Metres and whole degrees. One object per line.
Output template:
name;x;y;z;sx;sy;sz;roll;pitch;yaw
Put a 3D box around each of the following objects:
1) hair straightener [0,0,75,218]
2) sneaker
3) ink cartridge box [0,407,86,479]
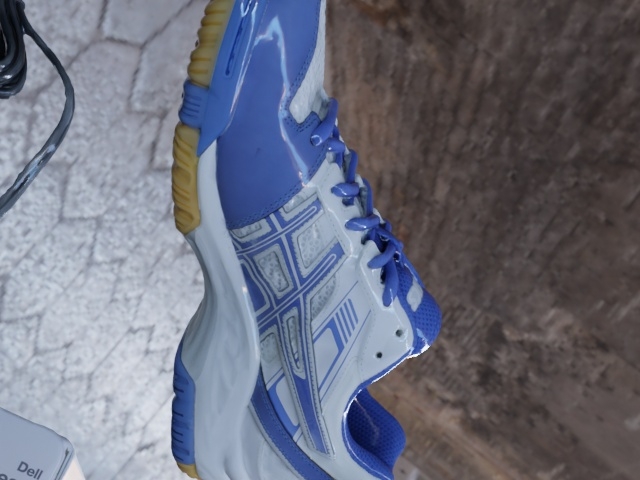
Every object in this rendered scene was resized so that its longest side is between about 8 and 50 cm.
hair straightener;-0.135;-0.103;0.357;0.089;0.230;0.047;-21;154;9
sneaker;0.000;0.000;0.511;0.112;0.131;0.296;-67;163;-58
ink cartridge box;-0.265;0.168;0.678;0.273;0.198;0.114;111;3;-67
